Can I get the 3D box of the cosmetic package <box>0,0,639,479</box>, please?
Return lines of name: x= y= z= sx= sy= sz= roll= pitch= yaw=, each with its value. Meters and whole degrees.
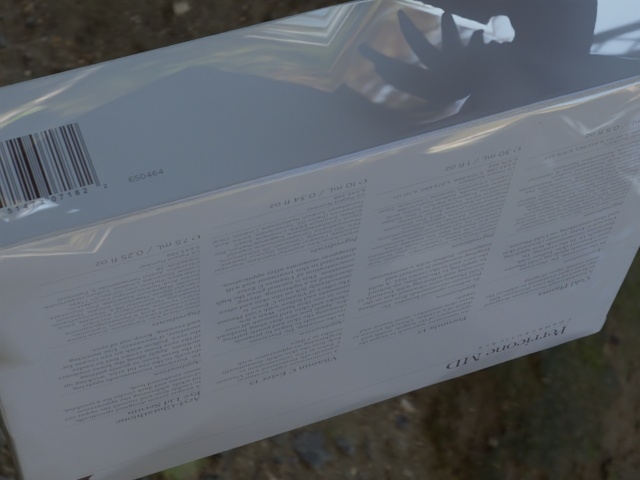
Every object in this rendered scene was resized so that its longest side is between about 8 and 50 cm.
cosmetic package: x=0.000 y=0.000 z=0.772 sx=0.377 sy=0.284 sz=0.097 roll=-16 pitch=58 yaw=-14
